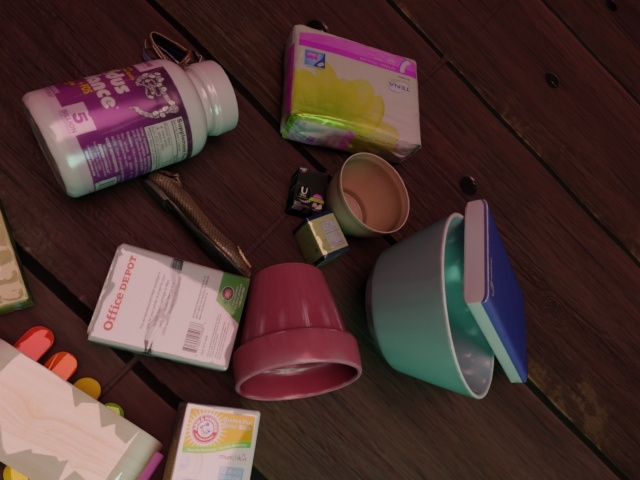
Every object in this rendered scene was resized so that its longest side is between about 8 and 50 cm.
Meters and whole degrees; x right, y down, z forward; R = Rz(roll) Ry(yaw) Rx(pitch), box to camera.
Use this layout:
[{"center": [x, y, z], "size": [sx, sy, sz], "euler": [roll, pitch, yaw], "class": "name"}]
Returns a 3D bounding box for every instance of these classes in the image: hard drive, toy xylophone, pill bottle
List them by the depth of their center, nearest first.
[{"center": [-0.387, 0.275, 0.648], "size": [0.323, 0.081, 0.236], "euler": [44, 59, -4], "class": "toy xylophone"}, {"center": [-0.296, -0.198, 0.794], "size": [0.302, 0.169, 0.169], "euler": [-28, 85, -27], "class": "pill bottle"}, {"center": [0.334, 0.104, 0.906], "size": [0.318, 0.040, 0.210], "euler": [51, 41, -41], "class": "hard drive"}]

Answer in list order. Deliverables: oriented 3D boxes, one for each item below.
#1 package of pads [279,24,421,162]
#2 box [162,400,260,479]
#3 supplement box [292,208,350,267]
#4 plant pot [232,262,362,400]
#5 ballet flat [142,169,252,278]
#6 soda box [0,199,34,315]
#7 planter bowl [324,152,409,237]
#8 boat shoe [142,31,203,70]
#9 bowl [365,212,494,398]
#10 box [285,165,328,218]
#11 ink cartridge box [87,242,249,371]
[{"center": [0.067, -0.296, 1.012], "size": [0.297, 0.101, 0.229], "euler": [8, 70, -19], "class": "package of pads"}, {"center": [-0.169, 0.346, 0.706], "size": [0.114, 0.103, 0.203], "euler": [15, 68, -18], "class": "box"}, {"center": [0.000, 0.000, 0.898], "size": [0.056, 0.083, 0.083], "euler": [-21, 81, -26], "class": "supplement box"}, {"center": [-0.044, 0.144, 0.785], "size": [0.201, 0.201, 0.180], "euler": [4, 56, -21], "class": "plant pot"}, {"center": [-0.201, -0.030, 0.833], "size": [0.250, 0.084, 0.058], "euler": [44, 64, 3], "class": "ballet flat"}, {"center": [-0.484, 0.018, 0.710], "size": [0.061, 0.058, 0.181], "euler": [-19, 80, -26], "class": "soda box"}, {"center": [0.074, -0.073, 0.931], "size": [0.162, 0.109, 0.162], "euler": [13, 64, -30], "class": "planter bowl"}, {"center": [-0.250, -0.321, 0.910], "size": [0.183, 0.066, 0.066], "euler": [29, 65, -11], "class": "boat shoe"}, {"center": [0.188, 0.116, 0.853], "size": [0.311, 0.163, 0.311], "euler": [27, 59, -56], "class": "bowl"}, {"center": [-0.027, -0.090, 0.935], "size": [0.062, 0.052, 0.083], "euler": [16, 67, -17], "class": "box"}, {"center": [-0.236, 0.110, 0.764], "size": [0.208, 0.087, 0.153], "euler": [19, 68, -16], "class": "ink cartridge box"}]
